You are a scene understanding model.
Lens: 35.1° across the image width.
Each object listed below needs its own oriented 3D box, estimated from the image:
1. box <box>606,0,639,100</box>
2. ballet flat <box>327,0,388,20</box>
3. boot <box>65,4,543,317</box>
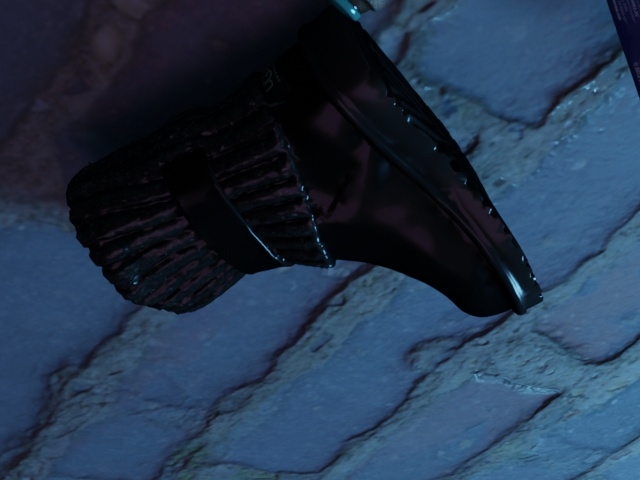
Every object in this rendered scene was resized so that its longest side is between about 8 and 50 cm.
[{"bbox_3d":[0.327,-0.168,0.710,0.225,0.036,0.136,-16,113,23],"label":"box"},{"bbox_3d":[-0.047,-0.246,0.560,0.106,0.107,0.316,-50,137,11],"label":"ballet flat"},{"bbox_3d":[-0.001,-0.003,0.813,0.260,0.131,0.348,-35,126,15],"label":"boot"}]
